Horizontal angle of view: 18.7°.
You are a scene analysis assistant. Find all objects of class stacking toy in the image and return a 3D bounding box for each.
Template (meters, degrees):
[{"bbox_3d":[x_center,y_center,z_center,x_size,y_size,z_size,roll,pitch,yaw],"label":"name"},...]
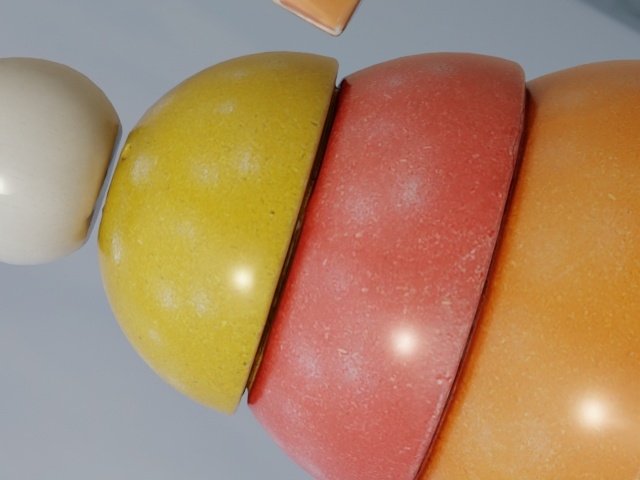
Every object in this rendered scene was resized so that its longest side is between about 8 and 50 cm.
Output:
[{"bbox_3d":[0.000,0.000,1.092,0.480,0.350,0.350,18,-169,-4],"label":"stacking toy"}]

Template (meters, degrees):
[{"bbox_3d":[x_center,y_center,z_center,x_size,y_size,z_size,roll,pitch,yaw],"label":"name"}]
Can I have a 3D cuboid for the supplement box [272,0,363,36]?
[{"bbox_3d":[0.038,-0.203,0.812,0.080,0.233,0.078,30,-172,-3],"label":"supplement box"}]
